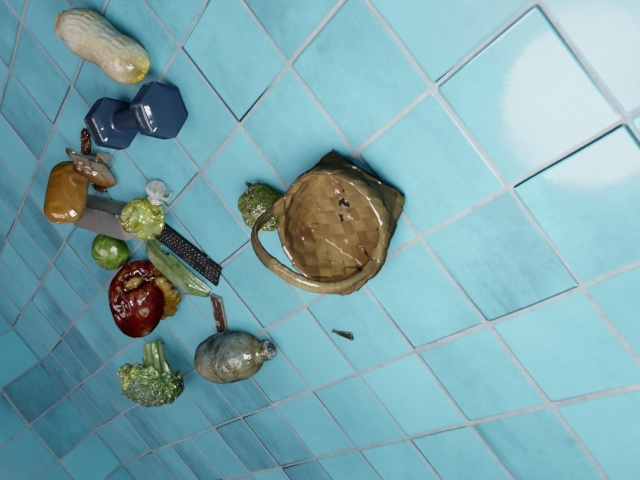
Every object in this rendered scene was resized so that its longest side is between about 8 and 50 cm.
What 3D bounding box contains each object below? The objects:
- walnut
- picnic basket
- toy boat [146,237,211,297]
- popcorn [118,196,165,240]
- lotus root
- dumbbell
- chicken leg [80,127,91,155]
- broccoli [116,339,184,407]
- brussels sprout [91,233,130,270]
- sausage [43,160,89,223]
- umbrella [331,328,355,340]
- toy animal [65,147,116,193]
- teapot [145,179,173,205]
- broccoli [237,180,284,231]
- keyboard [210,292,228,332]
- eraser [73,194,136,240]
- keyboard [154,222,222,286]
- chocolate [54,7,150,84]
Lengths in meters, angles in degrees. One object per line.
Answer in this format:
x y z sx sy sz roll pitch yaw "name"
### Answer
-0.621 0.211 2.051 0.269 0.243 0.222 102 155 -50 "walnut"
0.000 0.000 1.302 0.293 0.337 0.337 34 134 16 "picnic basket"
-0.495 0.098 1.959 0.293 0.055 0.093 40 138 11 "toy boat"
-0.567 -0.072 1.850 0.141 0.136 0.162 26 164 -3 "popcorn"
-0.297 0.384 1.912 0.349 0.175 0.175 -18 106 40 "lotus root"
-0.518 -0.343 1.613 0.316 0.143 0.157 -1 116 40 "dumbbell"
-0.792 -0.317 1.934 0.062 0.037 0.145 53 141 30 "chicken leg"
-0.673 0.548 2.279 0.288 0.235 0.260 -19 104 49 "broccoli"
-0.771 0.042 2.102 0.155 0.117 0.155 12 118 24 "brussels sprout"
-0.869 -0.169 1.980 0.120 0.136 0.241 111 156 -64 "sausage"
0.066 0.270 1.647 0.083 0.020 0.031 9 162 35 "umbrella"
-0.772 -0.235 1.929 0.188 0.089 0.179 34 143 -14 "toy animal"
-0.505 -0.146 1.805 0.083 0.064 0.064 11 140 -5 "teapot"
-0.154 -0.088 1.520 0.131 0.130 0.120 6 170 6 "broccoli"
-0.346 0.257 1.972 0.055 0.017 0.166 17 128 29 "keyboard"
-0.755 -0.084 2.035 0.352 0.077 0.112 13 128 32 "eraser"
-0.447 0.031 1.901 0.309 0.018 0.101 37 135 14 "keyboard"
-0.588 -0.531 1.560 0.309 0.134 0.134 33 134 13 "chocolate"
